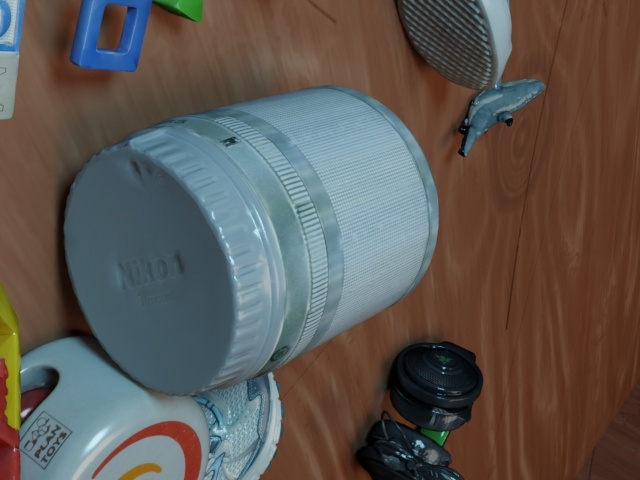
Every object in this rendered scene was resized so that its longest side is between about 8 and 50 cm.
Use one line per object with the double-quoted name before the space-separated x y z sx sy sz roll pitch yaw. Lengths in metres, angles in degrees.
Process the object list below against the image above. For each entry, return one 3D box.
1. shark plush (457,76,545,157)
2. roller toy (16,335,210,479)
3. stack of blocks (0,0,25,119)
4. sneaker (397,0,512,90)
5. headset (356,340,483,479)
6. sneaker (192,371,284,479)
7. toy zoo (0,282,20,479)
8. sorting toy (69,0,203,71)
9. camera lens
"shark plush" 0.233 -0.174 1.225 0.161 0.067 0.073 -39 140 -35
"roller toy" -0.197 0.192 0.774 0.209 0.146 0.191 -16 124 -50
"stack of blocks" -0.294 -0.149 0.448 0.297 0.087 0.171 -13 122 -52
"sneaker" 0.159 -0.316 0.954 0.150 0.135 0.366 -49 147 -18
"headset" 0.168 0.283 1.340 0.243 0.185 0.394 -68 160 6
"sneaker" -0.135 0.237 0.937 0.122 0.110 0.283 17 97 -55
"toy zoo" -0.234 0.122 0.603 0.192 0.030 0.293 101 -16 -67
"sorting toy" -0.129 -0.292 0.632 0.196 0.047 0.347 -32 139 -51
"camera lens" -0.047 -0.009 0.783 0.274 0.219 0.219 -23 130 -47
